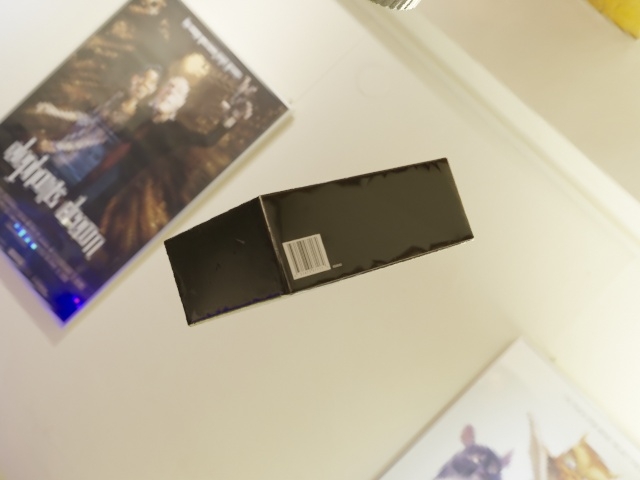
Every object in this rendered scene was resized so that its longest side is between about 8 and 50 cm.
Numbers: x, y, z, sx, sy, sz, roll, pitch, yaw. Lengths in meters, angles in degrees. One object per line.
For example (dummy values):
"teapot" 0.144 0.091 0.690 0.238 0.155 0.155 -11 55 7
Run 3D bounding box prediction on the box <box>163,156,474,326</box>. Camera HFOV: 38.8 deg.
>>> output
"box" 0.000 0.000 0.950 0.184 0.261 0.103 -24 -98 49

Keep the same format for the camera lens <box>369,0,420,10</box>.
"camera lens" 0.111 -0.445 1.085 0.219 0.274 0.219 24 35 -19
